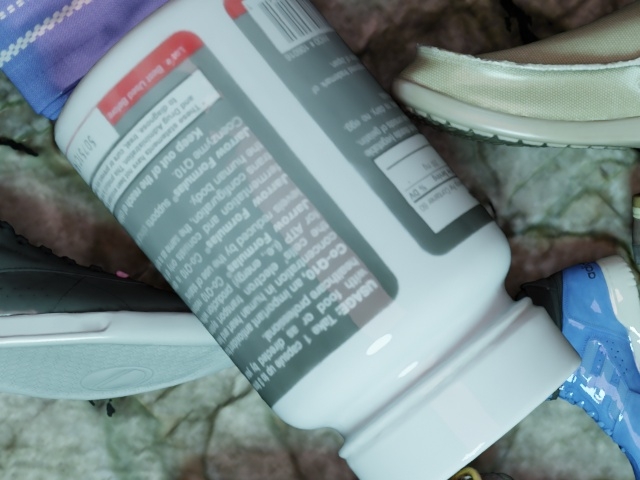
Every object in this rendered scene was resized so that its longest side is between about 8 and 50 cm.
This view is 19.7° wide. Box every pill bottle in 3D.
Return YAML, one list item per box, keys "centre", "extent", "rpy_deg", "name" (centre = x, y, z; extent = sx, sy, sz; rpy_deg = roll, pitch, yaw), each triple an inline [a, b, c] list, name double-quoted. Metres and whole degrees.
- centre: [0.000, 0.000, 1.008]
  extent: [0.161, 0.161, 0.283]
  rpy_deg: [-39, 85, 3]
  name: "pill bottle"

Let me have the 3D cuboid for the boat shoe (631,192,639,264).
- centre: [0.257, 0.000, 1.078]
  extent: [0.152, 0.056, 0.049]
  rpy_deg: [7, 99, 10]
  name: "boat shoe"

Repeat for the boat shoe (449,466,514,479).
- centre: [0.090, 0.195, 1.074]
  extent: [0.342, 0.123, 0.123]
  rpy_deg: [13, 64, 7]
  name: "boat shoe"

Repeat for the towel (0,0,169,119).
- centre: [-0.157, -0.269, 1.076]
  extent: [0.243, 0.040, 0.336]
  rpy_deg: [-34, 91, 5]
  name: "towel"

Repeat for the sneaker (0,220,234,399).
- centre: [-0.180, 0.009, 1.056]
  extent: [0.295, 0.104, 0.147]
  rpy_deg: [2, 63, -19]
  name: "sneaker"

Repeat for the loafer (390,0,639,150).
- centre: [0.172, -0.096, 1.051]
  extent: [0.268, 0.102, 0.092]
  rpy_deg: [3, 93, -9]
  name: "loafer"

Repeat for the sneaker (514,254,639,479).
- centre: [0.156, 0.091, 1.078]
  extent: [0.084, 0.058, 0.152]
  rpy_deg: [-14, 89, -4]
  name: "sneaker"
